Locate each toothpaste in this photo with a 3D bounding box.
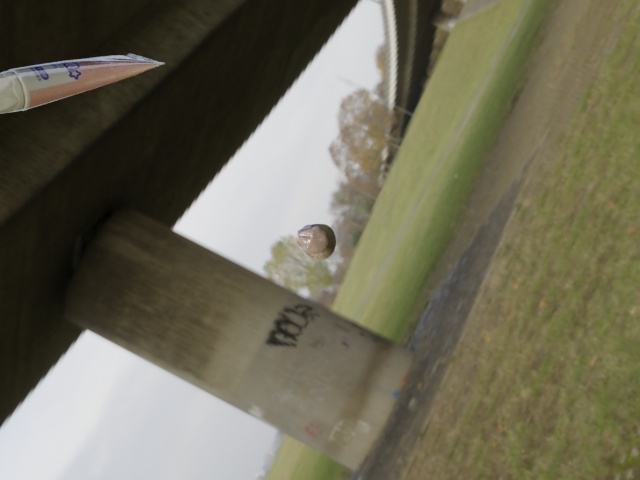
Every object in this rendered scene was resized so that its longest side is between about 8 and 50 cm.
[{"bbox_3d":[-0.263,-0.175,0.921,0.194,0.067,0.043,-26,-55,-41],"label":"toothpaste"}]

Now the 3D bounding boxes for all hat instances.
[{"bbox_3d":[0.003,0.001,1.353,0.087,0.042,0.058,23,-97,-43],"label":"hat"}]
